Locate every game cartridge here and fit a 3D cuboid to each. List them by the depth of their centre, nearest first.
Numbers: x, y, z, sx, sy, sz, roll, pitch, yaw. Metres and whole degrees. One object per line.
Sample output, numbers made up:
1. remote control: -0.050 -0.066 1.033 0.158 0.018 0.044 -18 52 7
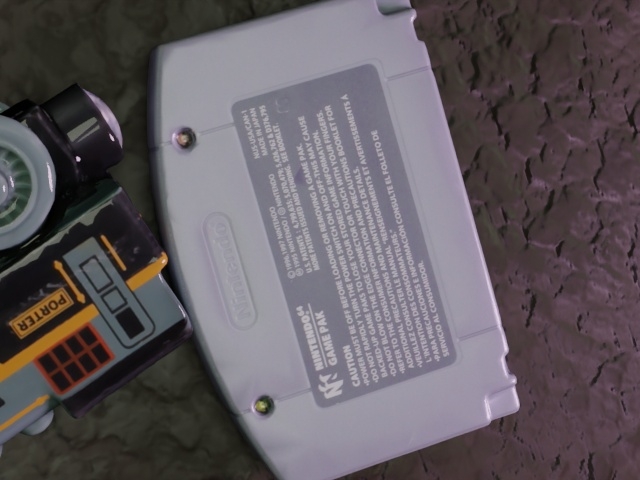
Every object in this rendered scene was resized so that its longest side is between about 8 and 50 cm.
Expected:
1. game cartridge: 0.000 0.000 0.864 0.196 0.060 0.294 -17 96 -16

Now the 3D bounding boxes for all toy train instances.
1. toy train: -0.234 0.054 0.772 0.334 0.142 0.190 -36 109 -9
